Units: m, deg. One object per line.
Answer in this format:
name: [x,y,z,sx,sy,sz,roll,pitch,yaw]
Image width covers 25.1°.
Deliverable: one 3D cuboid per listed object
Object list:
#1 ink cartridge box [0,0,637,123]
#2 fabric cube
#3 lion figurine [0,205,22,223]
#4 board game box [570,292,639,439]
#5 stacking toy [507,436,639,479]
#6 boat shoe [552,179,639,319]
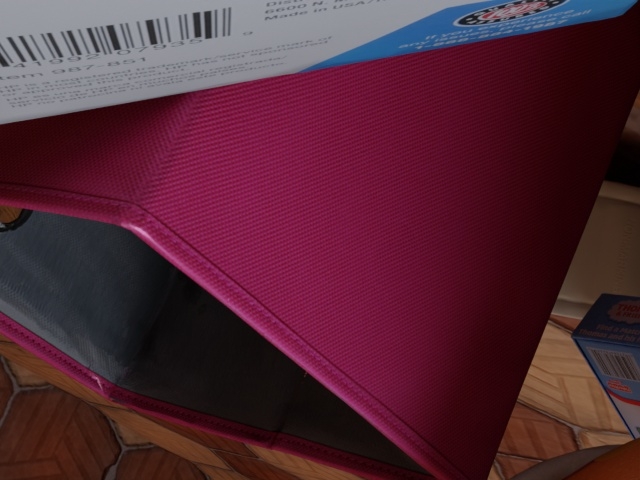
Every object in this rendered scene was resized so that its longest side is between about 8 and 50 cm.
ink cartridge box: [-0.005,-0.128,0.317,0.223,0.129,0.307,-10,176,-5]
fabric cube: [-0.038,-0.068,0.649,0.259,0.258,0.254,9,157,41]
lion figurine: [-0.207,-0.028,1.235,0.240,0.142,0.392,36,146,-11]
board game box: [0.241,0.118,0.735,0.160,0.039,0.211,5,136,49]
stacking toy: [0.266,0.102,0.436,0.350,0.351,0.480,27,130,-6]
boat shoe: [0.236,0.029,0.798,0.305,0.109,0.091,19,-173,36]
